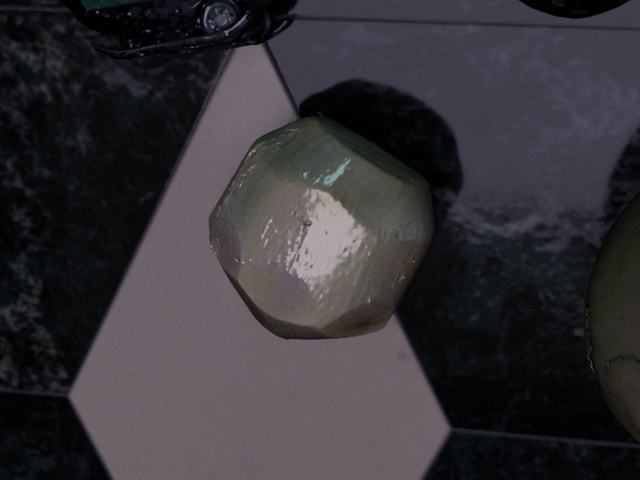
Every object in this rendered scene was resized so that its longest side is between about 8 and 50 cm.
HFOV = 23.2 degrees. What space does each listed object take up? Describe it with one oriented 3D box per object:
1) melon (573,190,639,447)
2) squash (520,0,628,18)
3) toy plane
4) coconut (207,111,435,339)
[{"bbox_3d":[0.333,0.044,1.051,0.330,0.268,0.268,-14,103,21],"label":"melon"},{"bbox_3d":[0.193,-0.234,1.041,0.193,0.193,0.156,-45,60,21],"label":"squash"},{"bbox_3d":[-0.057,-0.224,1.151,0.382,0.106,0.155,-8,94,19],"label":"toy plane"},{"bbox_3d":[-0.003,-0.002,1.172,0.161,0.161,0.162,33,102,2],"label":"coconut"}]
